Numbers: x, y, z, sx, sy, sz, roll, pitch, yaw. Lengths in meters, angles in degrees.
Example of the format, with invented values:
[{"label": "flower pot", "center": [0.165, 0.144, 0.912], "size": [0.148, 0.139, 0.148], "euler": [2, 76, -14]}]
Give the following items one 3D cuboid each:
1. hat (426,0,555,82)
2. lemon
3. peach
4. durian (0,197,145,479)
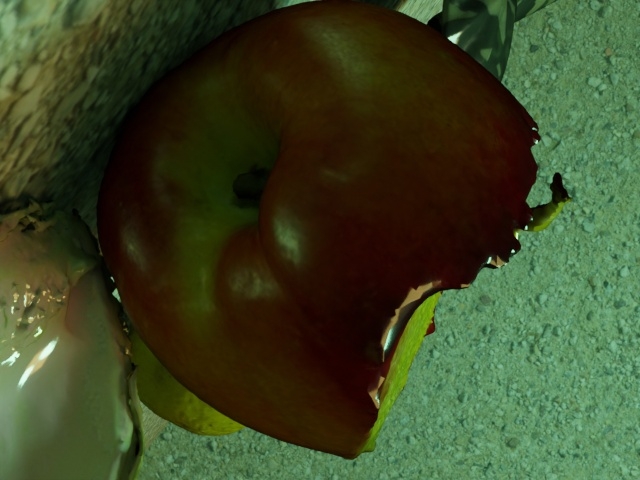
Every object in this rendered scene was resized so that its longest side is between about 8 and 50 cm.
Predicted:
[{"label": "hat", "center": [0.217, -0.251, 1.030], "size": [0.382, 0.257, 0.366], "euler": [-11, 175, -17]}, {"label": "lemon", "center": [-0.142, 0.141, 1.033], "size": [0.228, 0.228, 0.253], "euler": [-48, -178, -42]}, {"label": "peach", "center": [0.000, -0.020, 0.633], "size": [0.335, 0.310, 0.406], "euler": [-57, 169, 9]}, {"label": "durian", "center": [-0.193, 0.111, 0.460], "size": [0.185, 0.196, 0.305], "euler": [-46, 179, 12]}]
